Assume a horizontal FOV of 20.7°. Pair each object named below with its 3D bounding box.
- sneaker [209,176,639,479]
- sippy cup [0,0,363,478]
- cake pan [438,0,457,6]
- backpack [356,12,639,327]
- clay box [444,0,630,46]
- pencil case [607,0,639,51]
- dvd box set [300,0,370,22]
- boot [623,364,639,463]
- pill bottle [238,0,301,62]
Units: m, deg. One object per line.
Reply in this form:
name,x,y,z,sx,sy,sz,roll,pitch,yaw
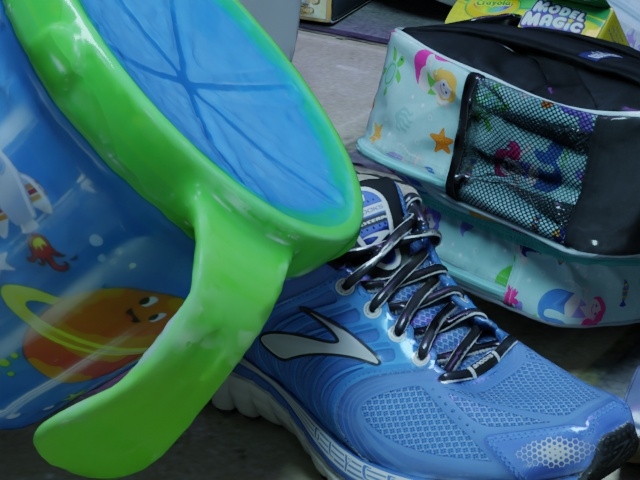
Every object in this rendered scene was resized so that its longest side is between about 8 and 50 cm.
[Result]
sneaker,0.030,0.049,0.975,0.330,0.147,0.130,22,29,37
sippy cup,-0.135,-0.024,0.916,0.224,0.240,0.305,-39,8,19
cake pan,0.145,-0.328,1.918,0.293,0.054,0.293,17,29,-10
backpack,0.155,-0.053,1.164,0.253,0.191,0.225,31,21,38
clay box,0.184,-0.128,1.359,0.127,0.222,0.053,18,71,35
pencil case,0.318,-0.178,1.596,0.124,0.113,0.273,17,15,-25
dvd box set,-0.125,-0.335,2.003,0.421,0.062,0.307,11,24,20
boot,0.231,0.074,1.020,0.106,0.082,0.219,10,25,10
pill bottle,-0.229,-0.213,1.488,0.392,0.224,0.224,8,23,15
